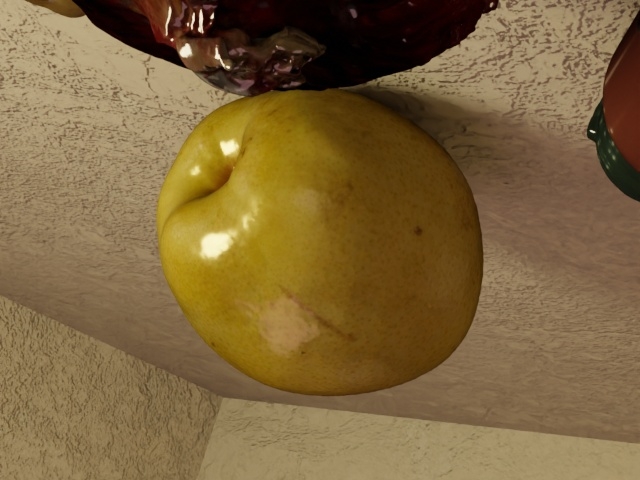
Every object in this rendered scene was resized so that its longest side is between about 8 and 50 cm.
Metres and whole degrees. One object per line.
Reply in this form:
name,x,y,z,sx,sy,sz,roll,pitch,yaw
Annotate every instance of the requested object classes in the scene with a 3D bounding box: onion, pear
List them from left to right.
onion,-0.040,-0.188,0.713,0.313,0.232,0.314,14,163,4
pear,0.000,0.000,1.187,0.314,0.314,0.314,16,163,5

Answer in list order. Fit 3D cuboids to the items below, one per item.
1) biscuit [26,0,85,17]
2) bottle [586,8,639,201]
biscuit,-0.237,-0.269,0.984,0.217,0.044,0.325,26,161,-23
bottle,0.264,-0.117,0.809,0.144,0.144,0.336,17,165,2
